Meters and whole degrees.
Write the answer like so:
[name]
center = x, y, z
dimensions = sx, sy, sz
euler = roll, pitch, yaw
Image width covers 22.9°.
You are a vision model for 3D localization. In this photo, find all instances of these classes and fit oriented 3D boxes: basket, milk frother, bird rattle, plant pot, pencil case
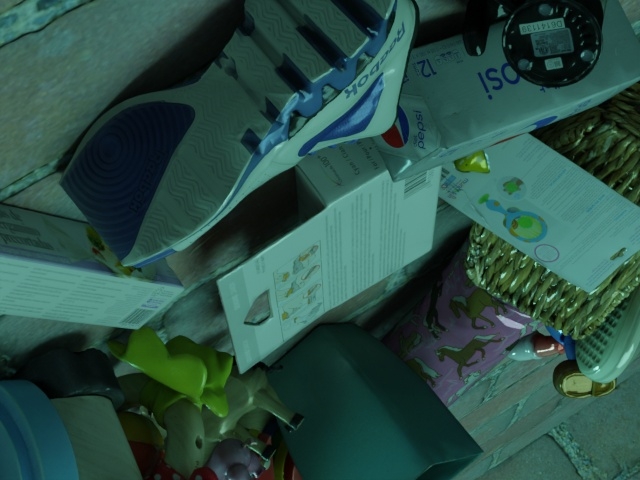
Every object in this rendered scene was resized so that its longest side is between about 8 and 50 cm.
[basket]
center = 0.305, -0.077, 1.820
dimensions = 0.299, 0.213, 0.223
euler = -54, -169, 43
[milk frother]
center = 0.185, -0.225, 1.343
dimensions = 0.135, 0.129, 0.143
euler = -69, 164, -56
[bird rattle]
center = -0.167, 0.220, 1.601
dimensions = 0.207, 0.254, 0.143
euler = -14, 164, 31
[plant pot]
center = 0.050, 0.228, 1.988
dimensions = 0.165, 0.234, 0.165
euler = -43, 160, 20
[pencil case]
center = 0.169, 0.140, 2.108
dimensions = 0.386, 0.160, 0.167
euler = -52, -160, 41

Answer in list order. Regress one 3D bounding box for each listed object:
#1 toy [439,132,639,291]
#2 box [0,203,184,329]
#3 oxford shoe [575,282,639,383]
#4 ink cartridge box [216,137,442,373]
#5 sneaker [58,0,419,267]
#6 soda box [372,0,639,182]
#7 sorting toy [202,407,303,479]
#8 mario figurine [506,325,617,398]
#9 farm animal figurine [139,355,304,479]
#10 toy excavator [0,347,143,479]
[toy]
center = 0.233, -0.054, 1.674
dimensions = 0.137, 0.237, 0.056
euler = -48, -162, 44
[box]
center = -0.218, 0.022, 1.281
dimensions = 0.067, 0.063, 0.324
euler = -42, 161, 14
[oxford shoe]
center = 0.437, 0.004, 1.965
dimensions = 0.169, 0.130, 0.449
euler = -41, -164, 52
[ink cartridge box]
center = 0.000, 0.000, 1.605
dimensions = 0.261, 0.066, 0.296
euler = -32, 161, -11
[sneaker]
center = -0.032, -0.095, 1.220
dimensions = 0.315, 0.127, 0.182
euler = -42, 159, 14
[soda box]
center = 0.173, -0.147, 1.469
dimensions = 0.286, 0.098, 0.091
euler = -22, 174, -36
[sorting toy]
center = -0.089, 0.336, 2.025
dimensions = 0.257, 0.089, 0.256
euler = 1, 102, -61
[mario figurine]
center = 0.314, 0.086, 2.141
dimensions = 0.198, 0.170, 0.320
euler = -35, -160, 9
[farm animal figurine]
center = -0.197, 0.280, 1.777
dimensions = 0.330, 0.172, 0.327
euler = -48, 178, -30
[toy excavator]
center = -0.419, 0.299, 1.462
dimensions = 0.445, 0.222, 0.433
euler = 1, 142, -39
